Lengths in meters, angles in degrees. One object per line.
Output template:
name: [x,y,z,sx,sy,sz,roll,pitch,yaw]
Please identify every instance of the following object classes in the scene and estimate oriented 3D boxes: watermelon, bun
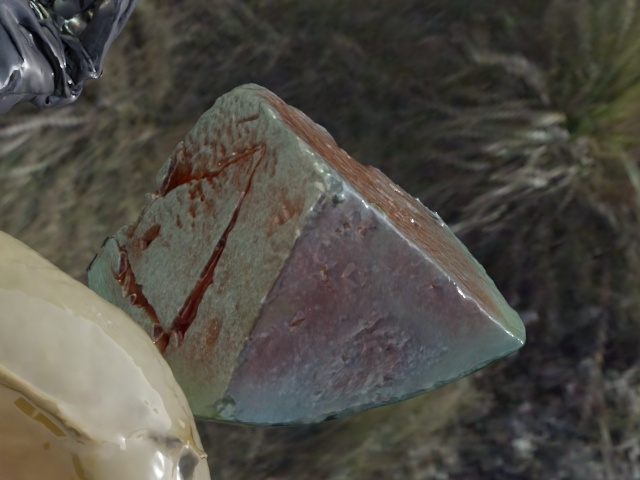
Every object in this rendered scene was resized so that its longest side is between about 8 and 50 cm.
watermelon: [0.000,0.000,1.046,0.261,0.213,0.201,-8,120,-19]
bun: [-0.188,0.114,0.751,0.299,0.299,0.165,35,21,-14]

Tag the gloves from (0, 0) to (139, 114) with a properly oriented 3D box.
gloves: [-0.223,-0.163,1.218,0.142,0.119,0.285,50,50,2]
